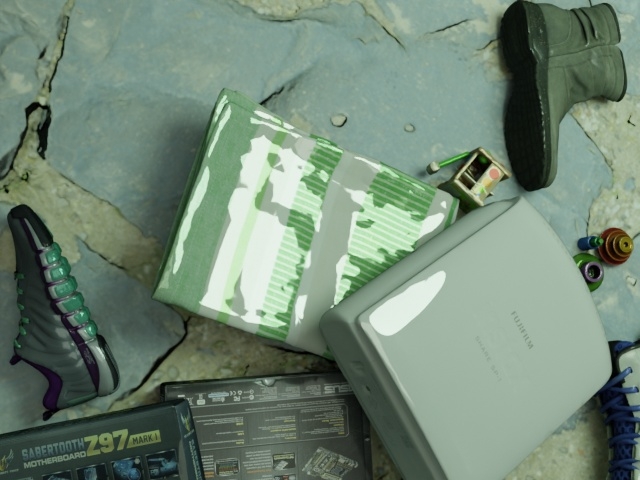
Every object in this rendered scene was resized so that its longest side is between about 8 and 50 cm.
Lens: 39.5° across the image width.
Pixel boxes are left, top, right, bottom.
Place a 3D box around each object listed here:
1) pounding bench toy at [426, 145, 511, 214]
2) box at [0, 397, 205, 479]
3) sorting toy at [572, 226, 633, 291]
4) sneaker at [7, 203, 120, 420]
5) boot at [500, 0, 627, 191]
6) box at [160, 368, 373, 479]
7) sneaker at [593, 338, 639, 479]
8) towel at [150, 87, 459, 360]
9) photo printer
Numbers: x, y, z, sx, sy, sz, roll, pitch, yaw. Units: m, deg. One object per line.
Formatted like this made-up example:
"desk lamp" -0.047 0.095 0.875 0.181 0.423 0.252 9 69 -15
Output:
"pounding bench toy" 0.178 -0.085 1.084 0.083 0.052 0.065 41 77 -7
"box" -0.233 0.274 0.909 0.232 0.059 0.183 -13 88 4
"sorting toy" 0.356 0.019 1.123 0.102 0.042 0.061 -43 95 -14
"sneaker" -0.298 0.076 0.937 0.098 0.083 0.224 -26 92 -10
"boot" 0.319 -0.185 1.119 0.161 0.083 0.246 -1 86 -20
"box" -0.058 0.241 0.991 0.231 0.056 0.183 -3 86 -14
"sneaker" 0.383 0.219 1.079 0.182 0.127 0.315 34 71 -5
"towel" 0.000 0.000 0.992 0.325 0.038 0.248 22 71 -23
"photo printer" 0.180 0.111 0.984 0.307 0.107 0.256 -32 97 -28
